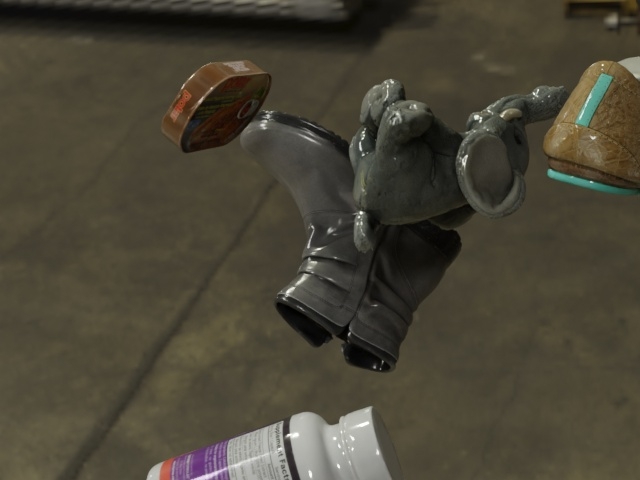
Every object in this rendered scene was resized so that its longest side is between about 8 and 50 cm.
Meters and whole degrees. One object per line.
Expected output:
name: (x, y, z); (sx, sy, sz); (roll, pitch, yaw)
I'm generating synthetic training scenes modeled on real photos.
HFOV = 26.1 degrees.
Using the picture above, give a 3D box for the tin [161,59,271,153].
tin: (-0.117, -0.155, 1.574); (0.040, 0.106, 0.190); (42, 20, 11)

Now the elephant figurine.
elephant figurine: (0.162, -0.085, 1.543); (0.240, 0.186, 0.169); (12, 29, -17)

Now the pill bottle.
pill bottle: (-0.034, 0.203, 1.124); (0.194, 0.108, 0.108); (-20, 33, 8)

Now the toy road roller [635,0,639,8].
toy road roller: (0.559, -0.258, 1.652); (0.202, 0.240, 0.329); (-46, 51, -9)

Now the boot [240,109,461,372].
boot: (0.000, 0.000, 1.753); (0.338, 0.118, 0.222); (34, 66, 2)

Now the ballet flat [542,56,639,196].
ballet flat: (0.286, -0.095, 1.195); (0.116, 0.124, 0.342); (19, 7, 30)
